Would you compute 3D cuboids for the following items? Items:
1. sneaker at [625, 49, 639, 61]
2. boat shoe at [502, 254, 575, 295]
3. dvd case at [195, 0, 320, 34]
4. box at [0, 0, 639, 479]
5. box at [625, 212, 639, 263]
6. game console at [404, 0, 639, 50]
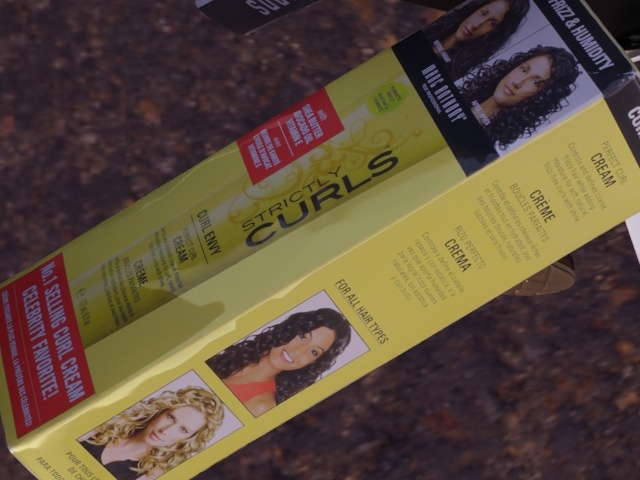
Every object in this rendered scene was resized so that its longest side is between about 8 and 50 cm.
[{"bbox_3d":[0.385,-0.290,1.683,0.295,0.147,0.104,-41,84,25],"label":"sneaker"},{"bbox_3d":[0.088,-0.012,1.034,0.064,0.178,0.060,-39,38,56],"label":"boat shoe"},{"bbox_3d":[0.041,-0.196,0.566,0.179,0.029,0.239,-10,55,64],"label":"dvd case"},{"bbox_3d":[0.000,0.000,0.546,0.232,0.058,0.087,-31,41,7],"label":"box"},{"bbox_3d":[0.435,-0.024,1.489,0.322,0.058,0.232,-15,99,42],"label":"box"},{"bbox_3d":[0.243,-0.246,1.200,0.386,0.342,0.060,-23,64,53],"label":"game console"}]
